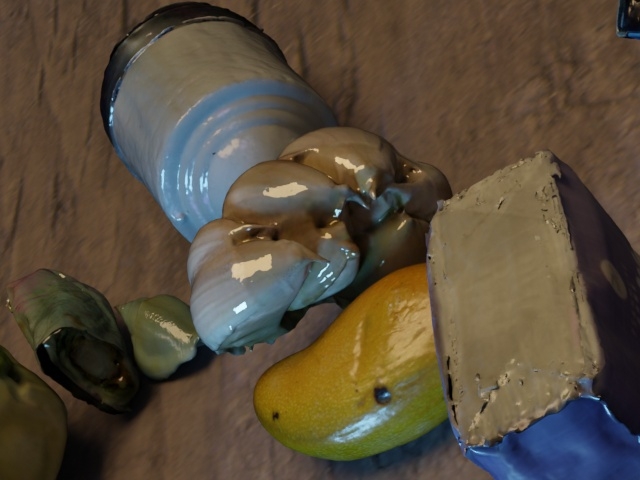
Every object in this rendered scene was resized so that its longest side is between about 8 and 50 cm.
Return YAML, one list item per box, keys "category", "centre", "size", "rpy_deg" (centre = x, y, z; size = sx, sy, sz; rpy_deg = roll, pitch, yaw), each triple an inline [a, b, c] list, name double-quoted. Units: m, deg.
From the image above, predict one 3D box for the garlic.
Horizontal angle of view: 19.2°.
- category: "garlic"
  centre: [0.000, -0.016, 1.784]
  size: [0.203, 0.281, 0.185]
  rpy_deg: [131, 124, -62]

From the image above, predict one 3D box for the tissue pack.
- category: "tissue pack"
  centre: [0.213, 0.133, 1.274]
  size: [0.125, 0.344, 0.242]
  rpy_deg: [-31, 35, 20]

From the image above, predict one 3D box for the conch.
- category: "conch"
  centre: [-0.177, 0.099, 2.044]
  size: [0.180, 0.065, 0.088]
  rpy_deg: [19, 69, 50]

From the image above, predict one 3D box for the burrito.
- category: "burrito"
  centre: [-0.273, 0.098, 2.084]
  size: [0.089, 0.144, 0.229]
  rpy_deg: [-46, 31, 3]

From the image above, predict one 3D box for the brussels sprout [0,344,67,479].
- category: "brussels sprout"
  centre: [-0.413, 0.234, 2.022]
  size: [0.328, 0.247, 0.328]
  rpy_deg: [-28, 52, 43]

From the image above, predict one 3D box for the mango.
- category: "mango"
  centre: [0.055, 0.117, 1.710]
  size: [0.262, 0.109, 0.157]
  rpy_deg: [-32, 46, 29]

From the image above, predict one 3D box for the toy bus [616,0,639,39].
- category: "toy bus"
  centre: [0.361, -0.213, 1.698]
  size: [0.184, 0.106, 0.090]
  rpy_deg: [15, 97, 55]

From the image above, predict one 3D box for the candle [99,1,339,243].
- category: "candle"
  centre: [-0.100, -0.113, 2.042]
  size: [0.221, 0.221, 0.342]
  rpy_deg: [-46, 34, 2]
